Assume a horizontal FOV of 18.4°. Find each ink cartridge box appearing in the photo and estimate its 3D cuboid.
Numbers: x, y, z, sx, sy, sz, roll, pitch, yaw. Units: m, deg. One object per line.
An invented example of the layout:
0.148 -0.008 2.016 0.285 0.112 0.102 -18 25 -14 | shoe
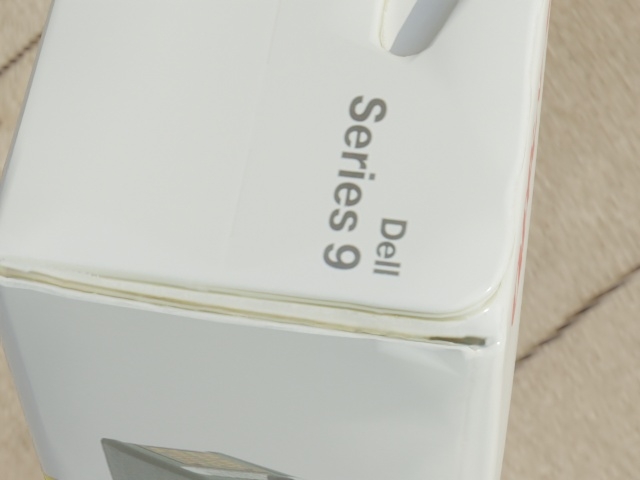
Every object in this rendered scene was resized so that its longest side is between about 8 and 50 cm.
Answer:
0.000 0.000 0.435 0.093 0.154 0.212 7 150 4 | ink cartridge box
